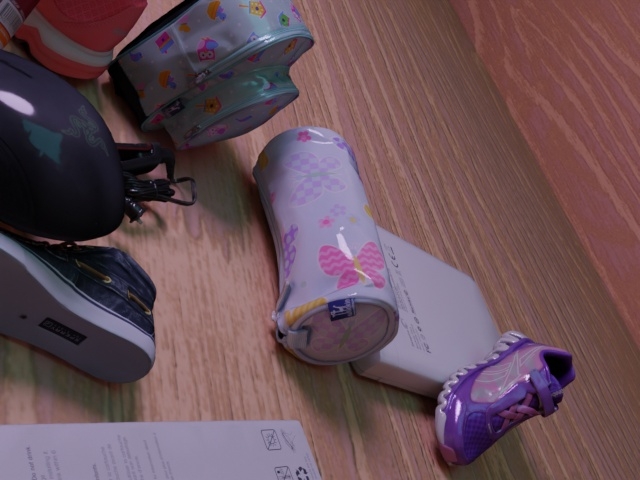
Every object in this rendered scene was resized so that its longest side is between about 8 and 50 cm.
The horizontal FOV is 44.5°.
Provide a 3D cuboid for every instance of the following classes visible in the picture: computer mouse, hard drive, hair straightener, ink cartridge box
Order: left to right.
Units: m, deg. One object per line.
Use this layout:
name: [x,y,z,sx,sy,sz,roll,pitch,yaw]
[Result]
computer mouse: [-0.241,-0.100,0.515,0.272,0.072,0.188,33,24,-4]
hair straightener: [-0.180,-0.046,0.682,0.089,0.047,0.230,59,21,10]
ink cartridge box: [-0.103,0.195,0.471,0.333,0.065,0.165,19,42,-53]
hard drive: [0.135,0.100,1.024,0.353,0.047,0.233,25,37,-45]

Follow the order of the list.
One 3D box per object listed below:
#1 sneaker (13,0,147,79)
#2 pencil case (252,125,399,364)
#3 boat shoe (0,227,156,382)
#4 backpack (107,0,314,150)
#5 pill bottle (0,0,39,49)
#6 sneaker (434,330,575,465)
sneaker: [-0.279,-0.305,0.719,0.314,0.136,0.116,48,25,-12]
pencil case: [0.000,0.000,0.841,0.113,0.124,0.273,75,3,-49]
boat shoe: [-0.190,0.026,0.545,0.183,0.065,0.083,43,24,-35]
backpack: [-0.099,-0.185,0.815,0.144,0.188,0.166,55,24,3]
pill bottle: [-0.251,-0.230,0.620,0.086,0.152,0.086,29,-14,8]
sneaker: [0.227,0.185,0.930,0.236,0.105,0.095,-31,115,-42]
